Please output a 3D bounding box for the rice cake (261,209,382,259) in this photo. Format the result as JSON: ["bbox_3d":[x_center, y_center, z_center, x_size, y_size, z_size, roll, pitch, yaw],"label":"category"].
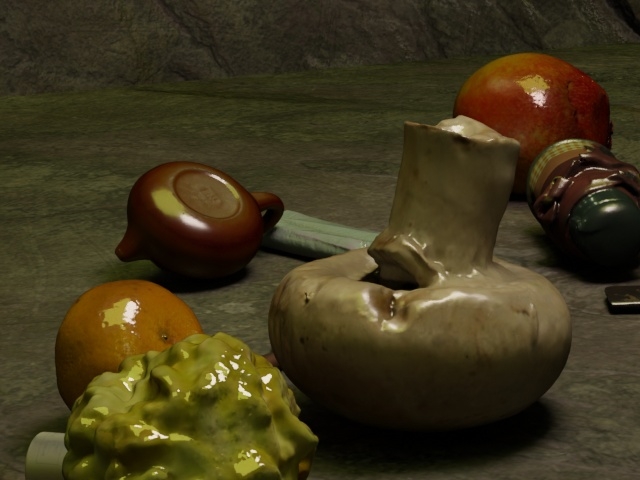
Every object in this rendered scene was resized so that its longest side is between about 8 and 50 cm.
[{"bbox_3d":[0.000,0.000,2.221,0.080,0.042,0.221,-21,24,-39],"label":"rice cake"}]

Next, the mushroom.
[{"bbox_3d":[0.092,0.030,1.597,0.292,0.290,0.292,1,12,0],"label":"mushroom"}]

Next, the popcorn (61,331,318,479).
[{"bbox_3d":[-0.086,0.181,1.274,0.181,0.217,0.235,-30,22,2],"label":"popcorn"}]

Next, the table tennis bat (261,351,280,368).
[{"bbox_3d":[-0.016,0.067,1.815,0.107,0.119,0.170,7,16,35],"label":"table tennis bat"}]

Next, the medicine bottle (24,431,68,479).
[{"bbox_3d":[-0.138,0.200,1.446,0.230,0.059,0.059,2,15,18],"label":"medicine bottle"}]

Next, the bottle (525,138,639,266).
[{"bbox_3d":[0.340,-0.046,2.132,0.156,0.143,0.271,-4,16,-2],"label":"bottle"}]

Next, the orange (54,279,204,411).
[{"bbox_3d":[-0.186,0.117,1.616,0.136,0.159,0.159,-35,-9,40],"label":"orange"}]

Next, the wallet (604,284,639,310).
[{"bbox_3d":[0.407,0.064,1.940,0.156,0.018,0.082,-2,14,7],"label":"wallet"}]

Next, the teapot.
[{"bbox_3d":[-0.152,-0.015,2.157,0.252,0.135,0.178,-9,53,-43],"label":"teapot"}]

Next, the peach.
[{"bbox_3d":[0.315,-0.170,2.492,0.231,0.231,0.231,-3,15,1],"label":"peach"}]
